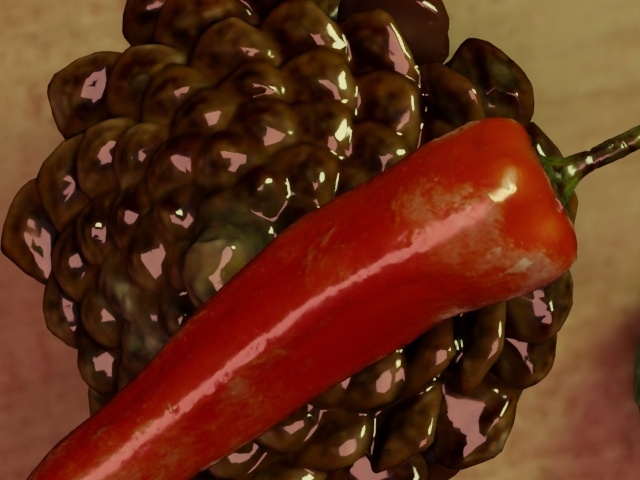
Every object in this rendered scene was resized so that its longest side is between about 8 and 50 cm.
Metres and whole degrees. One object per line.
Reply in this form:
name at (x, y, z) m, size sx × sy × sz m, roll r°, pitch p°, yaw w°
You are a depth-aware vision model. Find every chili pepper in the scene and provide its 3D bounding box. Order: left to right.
chili pepper at (0.008, 0.020, 0.437) m, size 0.272 × 0.071 × 0.063 m, roll -32°, pitch 81°, yaw 0°

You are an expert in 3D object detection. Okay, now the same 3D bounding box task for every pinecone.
pinecone at (-0.005, 0.009, 0.601) m, size 0.264 × 0.264 × 0.264 m, roll 1°, pitch 100°, yaw 7°

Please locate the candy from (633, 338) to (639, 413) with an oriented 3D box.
candy at (0.221, -0.086, 0.642) m, size 0.119 × 0.119 × 0.440 m, roll 2°, pitch 91°, yaw 6°
